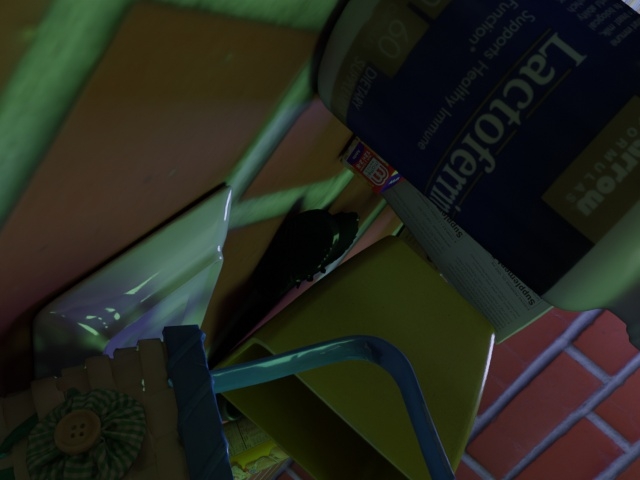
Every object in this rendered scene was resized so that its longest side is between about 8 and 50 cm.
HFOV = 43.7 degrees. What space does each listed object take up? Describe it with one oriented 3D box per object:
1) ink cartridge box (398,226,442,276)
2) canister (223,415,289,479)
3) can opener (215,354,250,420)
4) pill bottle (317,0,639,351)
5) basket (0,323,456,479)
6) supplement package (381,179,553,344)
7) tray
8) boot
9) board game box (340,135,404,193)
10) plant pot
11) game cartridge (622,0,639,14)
[{"bbox_3d":[0.203,-0.031,1.190,0.193,0.088,0.234,-39,165,-40],"label":"ink cartridge box"},{"bbox_3d":[-0.097,0.244,0.929,0.170,0.073,0.126,-24,169,-5],"label":"canister"},{"bbox_3d":[-0.030,0.122,0.967,0.093,0.074,0.280,-12,-169,38],"label":"can opener"},{"bbox_3d":[0.140,-0.056,0.453,0.153,0.265,0.153,-45,168,-13],"label":"pill bottle"},{"bbox_3d":[-0.048,0.173,0.414,0.289,0.254,0.201,-5,134,-21],"label":"basket"},{"bbox_3d":[0.212,-0.029,0.895,0.145,0.204,0.262,-39,172,21],"label":"supplement package"},{"bbox_3d":[-0.127,0.081,0.545,0.145,0.030,0.270,-38,165,-34],"label":"tray"},{"bbox_3d":[0.001,0.000,0.689,0.099,0.045,0.121,-31,167,-46],"label":"boot"},{"bbox_3d":[0.111,-0.136,0.627,0.147,0.045,0.193,-32,161,-52],"label":"board game box"},{"bbox_3d":[0.043,0.121,0.787,0.187,0.212,0.212,-49,-177,-27],"label":"plant pot"},{"bbox_3d":[0.373,-0.317,0.939,0.285,0.053,0.323,-42,169,-24],"label":"game cartridge"}]
